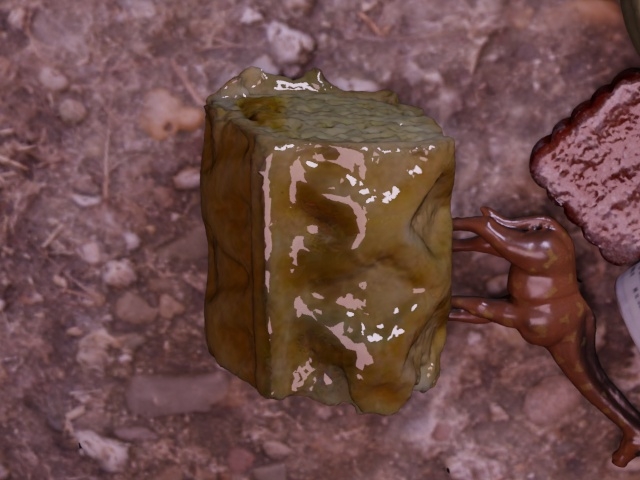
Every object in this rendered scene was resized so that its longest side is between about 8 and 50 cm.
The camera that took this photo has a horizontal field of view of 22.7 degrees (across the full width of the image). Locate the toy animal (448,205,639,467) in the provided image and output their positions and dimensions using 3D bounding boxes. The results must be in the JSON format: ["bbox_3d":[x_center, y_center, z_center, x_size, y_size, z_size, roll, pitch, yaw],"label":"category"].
[{"bbox_3d":[0.202,0.086,1.411,0.229,0.066,0.224,10,111,10],"label":"toy animal"}]

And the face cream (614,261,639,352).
[{"bbox_3d":[0.430,-0.005,1.287,0.369,0.145,0.145,-34,98,23],"label":"face cream"}]

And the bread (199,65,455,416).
[{"bbox_3d":[0.006,0.001,1.356,0.196,0.238,0.252,-5,112,-30],"label":"bread"}]

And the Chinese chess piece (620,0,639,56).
[{"bbox_3d":[0.368,-0.213,1.285,0.250,0.101,0.250,2,105,8],"label":"Chinese chess piece"}]

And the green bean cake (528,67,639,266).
[{"bbox_3d":[0.264,-0.063,1.365,0.135,0.056,0.136,-41,96,15],"label":"green bean cake"}]
